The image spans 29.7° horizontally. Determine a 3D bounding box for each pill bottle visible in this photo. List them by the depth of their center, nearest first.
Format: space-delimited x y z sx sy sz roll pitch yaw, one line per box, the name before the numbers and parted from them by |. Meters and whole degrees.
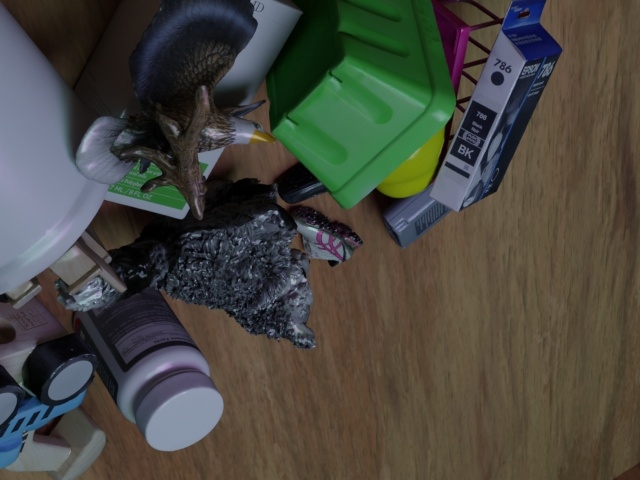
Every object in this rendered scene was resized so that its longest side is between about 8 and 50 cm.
pill bottle | -0.280 0.200 1.974 0.161 0.283 0.161 -21 137 -22

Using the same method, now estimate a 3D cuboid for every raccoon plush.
raccoon plush | -0.201 0.091 1.944 0.446 0.216 0.299 -21 119 -21

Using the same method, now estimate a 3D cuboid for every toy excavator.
toy excavator | -0.499 0.268 1.927 0.433 0.222 0.445 -20 144 -48

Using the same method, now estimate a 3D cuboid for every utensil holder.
utensil holder | -0.483 -0.161 1.456 0.327 0.327 0.385 -37 139 -4

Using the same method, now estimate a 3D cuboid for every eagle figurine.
eagle figurine | -0.163 -0.167 1.549 0.226 0.298 0.225 -37 122 25

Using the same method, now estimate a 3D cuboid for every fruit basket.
fruit basket | 0.094 -0.216 1.804 0.392 0.392 0.283 12 137 -44

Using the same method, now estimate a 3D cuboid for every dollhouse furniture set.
dollhouse furniture set | -0.485 0.071 1.681 0.355 0.303 0.174 -39 141 -1

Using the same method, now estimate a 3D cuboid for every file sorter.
file sorter | 0.219 -0.285 1.991 0.182 0.202 0.290 -18 135 -27

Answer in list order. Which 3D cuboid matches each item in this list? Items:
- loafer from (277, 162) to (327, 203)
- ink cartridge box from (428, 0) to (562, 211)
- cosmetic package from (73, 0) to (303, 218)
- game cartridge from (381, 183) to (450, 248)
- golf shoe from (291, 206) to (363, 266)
loafer | 0.028 -0.114 2.092 0.223 0.076 0.078 -29 131 -20
ink cartridge box | 0.283 -0.212 1.867 0.165 0.065 0.332 -25 140 -56
cosmetic package | -0.214 -0.234 1.733 0.197 0.155 0.365 13 117 -41
game cartridge | 0.203 -0.075 2.188 0.196 0.060 0.294 -36 171 0
golf shoe | 0.000 0.000 2.181 0.086 0.067 0.186 -49 140 12
